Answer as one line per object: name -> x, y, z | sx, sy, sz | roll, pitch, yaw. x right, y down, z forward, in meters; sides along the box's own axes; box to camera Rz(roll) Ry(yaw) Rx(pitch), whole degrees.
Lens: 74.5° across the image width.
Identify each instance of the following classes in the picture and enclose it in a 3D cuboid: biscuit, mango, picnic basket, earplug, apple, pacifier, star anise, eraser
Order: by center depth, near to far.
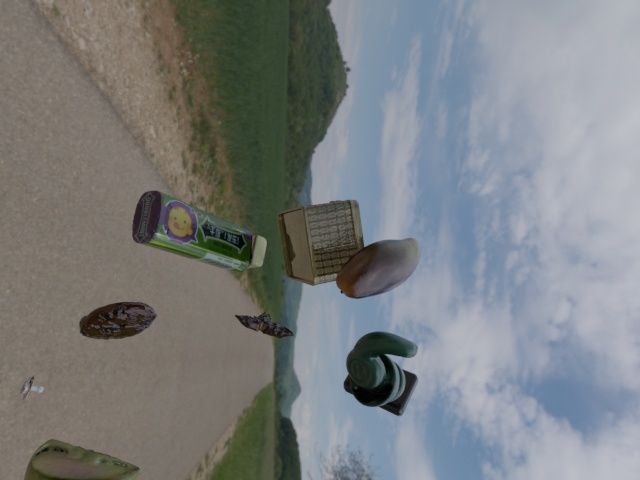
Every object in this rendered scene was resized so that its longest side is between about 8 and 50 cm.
apple -> -0.530, 0.554, 0.890 | 0.120, 0.265, 0.193 | 7, 91, -74
mango -> 0.153, 0.059, 1.004 | 0.111, 0.268, 0.133 | 29, -51, 43
biscuit -> -0.535, 0.218, 1.116 | 0.192, 0.192, 0.049 | 103, -27, -63
picnic basket -> 0.000, 0.000, 1.255 | 0.313, 0.176, 0.227 | 179, -98, -71
earplug -> 0.187, 0.382, 1.266 | 0.280, 0.257, 0.164 | 38, 6, -47
star anise -> -0.190, 0.299, 1.490 | 0.157, 0.213, 0.053 | 4, 106, -84
eraser -> -0.280, 0.049, 1.625 | 0.172, 0.058, 0.117 | -11, -117, 50
pacifier -> -1.174, 0.602, 1.718 | 0.081, 0.078, 0.099 | 34, -83, 55

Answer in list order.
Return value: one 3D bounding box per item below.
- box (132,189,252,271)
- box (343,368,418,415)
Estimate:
box -> -0.322, -0.012, 1.119 | 0.346, 0.097, 0.134 | 27, 61, -57
box -> 0.210, 0.503, 1.481 | 0.160, 0.230, 0.050 | -51, 143, -35
